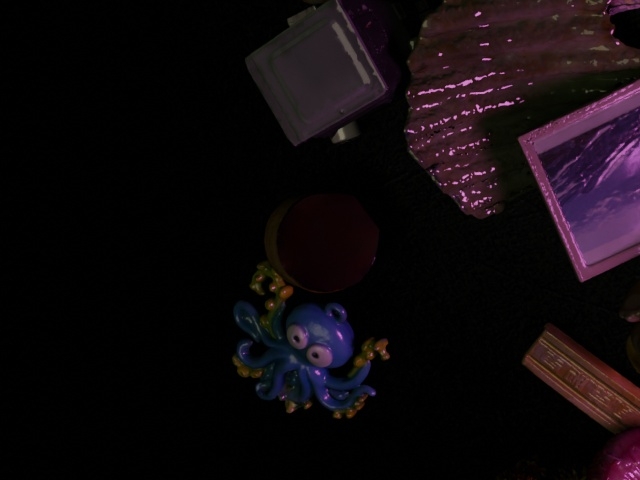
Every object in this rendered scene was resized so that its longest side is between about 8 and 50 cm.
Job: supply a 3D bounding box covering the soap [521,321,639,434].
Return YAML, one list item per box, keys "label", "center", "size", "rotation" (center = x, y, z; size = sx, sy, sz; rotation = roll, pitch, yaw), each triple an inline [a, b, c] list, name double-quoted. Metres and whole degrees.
- label: "soap"
  center: [0.472, 0.251, 1.917]
  size: [0.252, 0.037, 0.092]
  rotation: [37, 125, 14]

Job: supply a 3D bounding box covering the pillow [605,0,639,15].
- label: "pillow"
  center: [0.441, -0.452, 1.588]
  size: [0.169, 0.059, 0.255]
  rotation: [-13, 105, 39]

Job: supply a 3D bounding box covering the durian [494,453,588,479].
- label: "durian"
  center: [0.415, 0.522, 1.959]
  size: [0.293, 0.258, 0.258]
  rotation: [40, 128, 18]

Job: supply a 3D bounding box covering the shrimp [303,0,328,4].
- label: "shrimp"
  center: [-0.017, -0.503, 1.874]
  size: [0.287, 0.068, 0.185]
  rotation: [44, 125, 21]

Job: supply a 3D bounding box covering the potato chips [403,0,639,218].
- label: "potato chips"
  center: [0.304, -0.224, 1.642]
  size: [0.389, 0.097, 0.373]
  rotation: [-33, 114, 8]

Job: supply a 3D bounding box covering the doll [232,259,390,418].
- label: "doll"
  center: [-0.048, 0.222, 2.206]
  size: [0.346, 0.099, 0.341]
  rotation: [45, 127, 11]

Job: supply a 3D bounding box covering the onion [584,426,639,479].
- label: "onion"
  center: [0.544, 0.422, 1.852]
  size: [0.230, 0.163, 0.230]
  rotation: [0, 92, -6]

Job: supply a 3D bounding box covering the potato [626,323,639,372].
- label: "potato"
  center: [0.531, 0.173, 1.799]
  size: [0.066, 0.103, 0.096]
  rotation: [16, 119, 23]

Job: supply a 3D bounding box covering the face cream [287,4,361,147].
- label: "face cream"
  center: [0.009, -0.290, 1.954]
  size: [0.092, 0.058, 0.243]
  rotation: [-10, 103, 55]

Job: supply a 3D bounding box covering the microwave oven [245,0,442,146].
- label: "microwave oven"
  center: [0.068, -0.292, 1.757]
  size: [0.237, 0.295, 0.181]
  rotation: [-25, 96, 39]

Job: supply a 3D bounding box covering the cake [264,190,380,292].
- label: "cake"
  center: [0.000, 0.000, 2.041]
  size: [0.208, 0.178, 0.185]
  rotation: [-8, 95, -3]

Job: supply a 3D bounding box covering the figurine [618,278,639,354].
- label: "figurine"
  center: [0.576, 0.105, 1.683]
  size: [0.173, 0.247, 0.177]
  rotation: [42, 149, -24]

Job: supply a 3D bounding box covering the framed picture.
- label: "framed picture"
  center: [0.487, -0.116, 1.621]
  size: [0.335, 0.022, 0.247]
  rotation: [-25, 101, 5]
